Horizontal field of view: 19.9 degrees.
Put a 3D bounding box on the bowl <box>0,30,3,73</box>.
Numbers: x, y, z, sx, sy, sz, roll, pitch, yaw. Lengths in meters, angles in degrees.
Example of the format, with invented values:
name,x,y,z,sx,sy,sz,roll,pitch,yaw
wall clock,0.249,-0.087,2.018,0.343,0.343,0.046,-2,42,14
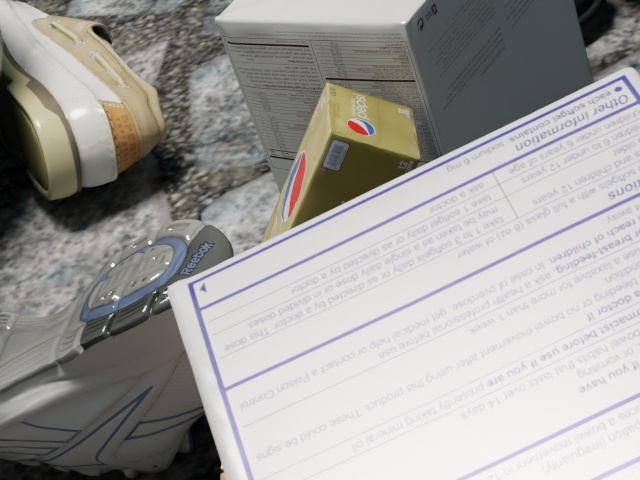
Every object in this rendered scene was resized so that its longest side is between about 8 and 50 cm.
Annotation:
name,x,y,z,sx,sy,sz,roll,pitch,yaw
bowl,-0.352,-0.100,1.387,0.298,0.134,0.298,-19,39,16

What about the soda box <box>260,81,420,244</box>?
name,x,y,z,sx,sy,sz,roll,pitch,yaw
soda box,0.000,0.000,1.109,0.058,0.181,0.061,16,32,-13

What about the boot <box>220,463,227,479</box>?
name,x,y,z,sx,sy,sz,roll,pitch,yaw
boot,-0.013,0.157,1.007,0.085,0.059,0.158,-11,43,8

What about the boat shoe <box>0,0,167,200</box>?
name,x,y,z,sx,sy,sz,roll,pitch,yaw
boat shoe,-0.208,-0.123,1.467,0.103,0.113,0.302,-17,34,-16

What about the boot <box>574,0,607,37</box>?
name,x,y,z,sx,sy,sz,roll,pitch,yaw
boot,0.076,-0.231,1.372,0.247,0.207,0.094,-6,36,20

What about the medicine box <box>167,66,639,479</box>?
name,x,y,z,sx,sy,sz,roll,pitch,yaw
medicine box,0.098,0.098,0.858,0.264,0.149,0.289,-25,41,2

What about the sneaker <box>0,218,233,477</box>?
name,x,y,z,sx,sy,sz,roll,pitch,yaw
sneaker,-0.148,0.101,1.111,0.297,0.129,0.111,-23,31,30

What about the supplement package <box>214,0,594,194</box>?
name,x,y,z,sx,sy,sz,roll,pitch,yaw
supplement package,0.066,-0.111,1.210,0.149,0.203,0.194,6,41,34
